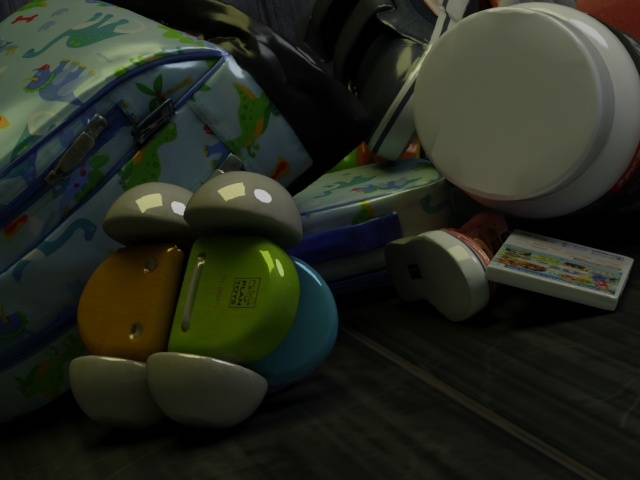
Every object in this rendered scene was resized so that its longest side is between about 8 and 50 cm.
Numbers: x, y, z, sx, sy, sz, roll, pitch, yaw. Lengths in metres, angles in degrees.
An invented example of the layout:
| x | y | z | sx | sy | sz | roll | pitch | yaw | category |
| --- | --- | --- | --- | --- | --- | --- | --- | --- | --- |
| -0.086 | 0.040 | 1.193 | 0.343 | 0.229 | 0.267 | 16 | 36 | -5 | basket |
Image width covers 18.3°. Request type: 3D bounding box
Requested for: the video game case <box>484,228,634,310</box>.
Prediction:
| x | y | z | sx | sy | sz | roll | pitch | yaw | category |
| --- | --- | --- | --- | --- | --- | --- | --- | --- | --- |
| 0.162 | 0.019 | 1.337 | 0.087 | 0.011 | 0.122 | 15 | 14 | 11 | video game case |

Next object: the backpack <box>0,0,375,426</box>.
| x | y | z | sx | sy | sz | roll | pitch | yaw | category |
| --- | --- | --- | --- | --- | --- | --- | --- | --- | --- |
| -0.188 | -0.034 | 1.437 | 0.355 | 0.273 | 0.290 | -55 | 39 | -5 | backpack |

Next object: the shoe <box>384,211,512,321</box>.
| x | y | z | sx | sy | sz | roll | pitch | yaw | category |
| --- | --- | --- | --- | --- | --- | --- | --- | --- | --- |
| 0.108 | 0.012 | 1.408 | 0.081 | 0.063 | 0.178 | -19 | 6 | -13 | shoe |

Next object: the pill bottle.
| x | y | z | sx | sy | sz | roll | pitch | yaw | category |
| --- | --- | --- | --- | --- | --- | --- | --- | --- | --- |
| 0.176 | -0.095 | 1.507 | 0.161 | 0.161 | 0.283 | -11 | -3 | 19 | pill bottle |

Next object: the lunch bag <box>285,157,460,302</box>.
| x | y | z | sx | sy | sz | roll | pitch | yaw | category |
| --- | --- | --- | --- | --- | --- | --- | --- | --- | --- |
| 0.000 | 0.000 | 1.579 | 0.219 | 0.090 | 0.176 | -14 | 7 | -1 | lunch bag |

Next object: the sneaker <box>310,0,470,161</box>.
| x | y | z | sx | sy | sz | roll | pitch | yaw | category |
| --- | --- | --- | --- | --- | --- | --- | --- | --- | --- |
| 0.051 | -0.177 | 1.684 | 0.127 | 0.126 | 0.321 | 29 | 27 | -6 | sneaker |

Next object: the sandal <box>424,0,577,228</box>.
| x | y | z | sx | sy | sz | roll | pitch | yaw | category |
| --- | --- | --- | --- | --- | --- | --- | --- | --- | --- |
| 0.148 | -0.135 | 1.704 | 0.102 | 0.265 | 0.076 | 9 | 15 | -39 | sandal |

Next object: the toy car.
| x | y | z | sx | sy | sz | roll | pitch | yaw | category |
| --- | --- | --- | --- | --- | --- | --- | --- | --- | --- |
| -0.065 | 0.050 | 1.268 | 0.182 | 0.159 | 0.136 | -6 | -25 | 45 | toy car |

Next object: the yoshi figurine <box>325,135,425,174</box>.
| x | y | z | sx | sy | sz | roll | pitch | yaw | category |
| --- | --- | --- | --- | --- | --- | --- | --- | --- | --- |
| -0.078 | -0.049 | 1.808 | 0.362 | 0.203 | 0.203 | 0 | -10 | 9 | yoshi figurine |

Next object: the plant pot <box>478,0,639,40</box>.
| x | y | z | sx | sy | sz | roll | pitch | yaw | category |
| --- | --- | --- | --- | --- | --- | --- | --- | --- | --- |
| 0.302 | -0.186 | 1.832 | 0.265 | 0.272 | 0.272 | -22 | 8 | -1 | plant pot |
